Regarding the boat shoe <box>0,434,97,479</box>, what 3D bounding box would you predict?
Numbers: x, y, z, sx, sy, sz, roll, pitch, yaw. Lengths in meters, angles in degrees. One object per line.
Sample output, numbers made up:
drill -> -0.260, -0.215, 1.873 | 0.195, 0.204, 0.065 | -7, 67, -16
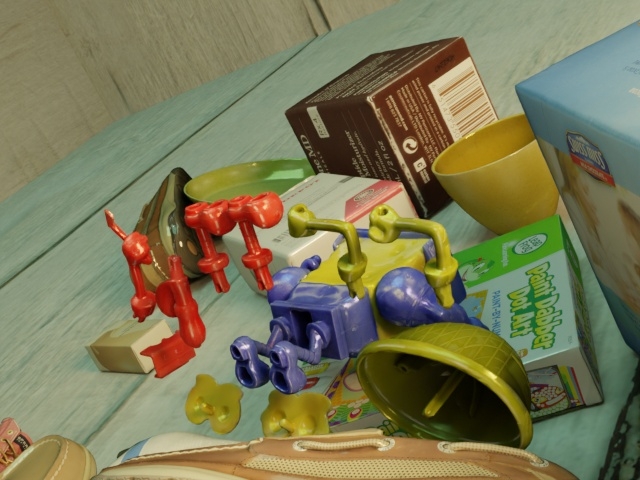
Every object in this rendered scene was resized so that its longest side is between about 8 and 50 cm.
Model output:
boat shoe -> -0.301, 0.261, 0.855 | 0.122, 0.110, 0.341 | -24, 18, 27

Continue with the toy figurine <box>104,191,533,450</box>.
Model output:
toy figurine -> 0.039, 0.020, 0.767 | 0.363, 0.191, 0.217 | -1, 23, 46

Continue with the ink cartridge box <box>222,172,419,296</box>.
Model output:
ink cartridge box -> 0.000, 0.000, 1.197 | 0.159, 0.092, 0.218 | -33, 20, -17

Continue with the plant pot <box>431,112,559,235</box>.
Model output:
plant pot -> 0.196, -0.061, 1.074 | 0.134, 0.095, 0.134 | -24, 18, 9

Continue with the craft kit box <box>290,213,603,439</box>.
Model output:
craft kit box -> 0.101, 0.087, 0.867 | 0.247, 0.061, 0.250 | -19, 19, 16

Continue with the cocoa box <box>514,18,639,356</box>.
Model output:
cocoa box -> 0.294, -0.017, 0.575 | 0.228, 0.231, 0.347 | -28, 17, 2

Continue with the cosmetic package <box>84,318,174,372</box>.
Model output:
cosmetic package -> -0.230, 0.128, 1.256 | 0.115, 0.041, 0.060 | -7, 26, 48

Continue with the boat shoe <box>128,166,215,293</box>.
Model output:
boat shoe -> -0.228, -0.015, 1.537 | 0.120, 0.122, 0.324 | -33, 16, 8

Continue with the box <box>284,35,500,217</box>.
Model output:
box -> 0.098, -0.140, 1.319 | 0.167, 0.168, 0.203 | -37, 19, -26

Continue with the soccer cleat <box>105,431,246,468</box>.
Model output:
soccer cleat -> -0.154, 0.240, 0.700 | 0.143, 0.116, 0.331 | -12, 23, 38

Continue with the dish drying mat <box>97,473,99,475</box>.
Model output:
dish drying mat -> -0.214, 0.242, 0.964 | 0.032, 0.008, 0.083 | -22, 18, 21

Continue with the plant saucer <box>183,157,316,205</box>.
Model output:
plant saucer -> -0.078, -0.074, 1.512 | 0.241, 0.037, 0.241 | -5, 19, 2

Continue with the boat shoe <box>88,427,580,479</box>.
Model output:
boat shoe -> 0.009, 0.174, 0.623 | 0.324, 0.123, 0.116 | 2, 20, 23

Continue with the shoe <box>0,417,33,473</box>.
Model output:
shoe -> -0.335, 0.232, 1.075 | 0.081, 0.063, 0.178 | -39, 15, -17
